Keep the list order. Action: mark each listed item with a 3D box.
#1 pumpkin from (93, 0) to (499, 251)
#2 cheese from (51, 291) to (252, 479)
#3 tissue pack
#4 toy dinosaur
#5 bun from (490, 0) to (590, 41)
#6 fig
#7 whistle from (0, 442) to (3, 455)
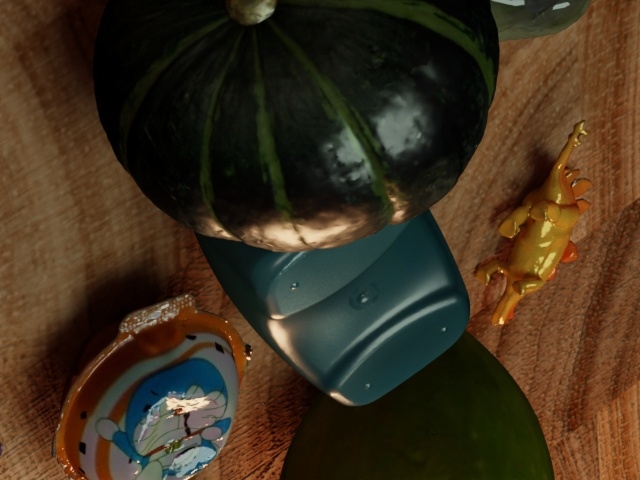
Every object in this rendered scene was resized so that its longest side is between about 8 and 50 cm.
[{"bbox_3d":[-0.021,-0.142,1.486,0.323,0.323,0.241,-42,154,-10],"label":"pumpkin"},{"bbox_3d":[-0.161,0.187,1.771,0.217,0.129,0.329,-19,133,-33],"label":"cheese"},{"bbox_3d":[0.000,0.000,1.729,0.198,0.206,0.287,-38,140,-1],"label":"tissue pack"},{"bbox_3d":[0.252,-0.023,2.064,0.117,0.070,0.288,-21,138,-48],"label":"toy dinosaur"},{"bbox_3d":[0.174,-0.293,1.683,0.272,0.168,0.273,-19,129,-25],"label":"bun"},{"bbox_3d":[0.102,0.235,1.974,0.316,0.316,0.316,-26,136,-28],"label":"fig"},{"bbox_3d":[-0.309,0.133,1.656,0.033,0.033,0.176,-30,138,-25],"label":"whistle"}]
